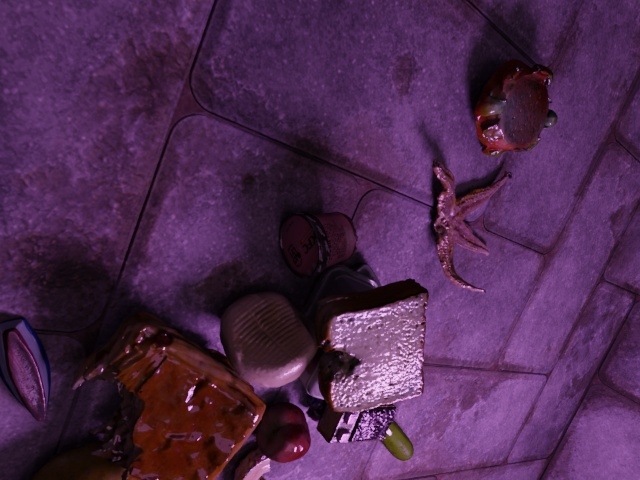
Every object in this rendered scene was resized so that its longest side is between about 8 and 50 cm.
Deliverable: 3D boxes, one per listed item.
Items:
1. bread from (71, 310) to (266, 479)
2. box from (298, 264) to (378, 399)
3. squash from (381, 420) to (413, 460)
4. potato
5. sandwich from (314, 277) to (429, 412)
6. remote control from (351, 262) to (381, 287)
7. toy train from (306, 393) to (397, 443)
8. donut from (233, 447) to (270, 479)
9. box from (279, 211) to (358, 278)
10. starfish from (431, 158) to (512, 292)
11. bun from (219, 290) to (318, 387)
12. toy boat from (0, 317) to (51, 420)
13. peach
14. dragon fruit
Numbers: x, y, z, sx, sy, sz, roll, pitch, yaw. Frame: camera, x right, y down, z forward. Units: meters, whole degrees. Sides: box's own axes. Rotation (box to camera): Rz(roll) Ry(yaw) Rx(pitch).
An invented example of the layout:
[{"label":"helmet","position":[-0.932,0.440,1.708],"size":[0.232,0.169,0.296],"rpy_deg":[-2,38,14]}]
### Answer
[{"label":"bread","position":[-0.330,0.338,0.957],"size":[0.370,0.191,0.314],"rpy_deg":[41,91,-26]},{"label":"box","position":[0.049,0.240,1.136],"size":[0.176,0.182,0.311],"rpy_deg":[25,98,-26]},{"label":"squash","position":[0.253,0.680,1.555],"size":[0.082,0.082,0.292],"rpy_deg":[-42,127,-12]},{"label":"potato","position":[-0.512,0.535,0.941],"size":[0.229,0.149,0.196],"rpy_deg":[-15,89,-22]},{"label":"sandwich","position":[0.111,0.239,1.003],"size":[0.249,0.095,0.272],"rpy_deg":[-9,110,-17]},{"label":"remote control","position":[0.139,0.148,1.273],"size":[0.072,0.042,0.221],"rpy_deg":[-37,127,-13]},{"label":"toy train","position":[0.083,0.483,1.295],"size":[0.261,0.177,0.133],"rpy_deg":[17,100,-38]},{"label":"donut","position":[-0.189,0.653,1.259],"size":[0.108,0.065,0.165],"rpy_deg":[-11,116,-30]},{"label":"box","position":[0.000,0.000,1.055],"size":[0.135,0.151,0.150],"rpy_deg":[-15,118,-38]},{"label":"starfish","position":[0.430,-0.052,1.329],"size":[0.384,0.132,0.397],"rpy_deg":[-14,104,-36]},{"label":"bun","position":[-0.118,0.225,1.044],"size":[0.230,0.229,0.145],"rpy_deg":[-19,160,-26]},{"label":"toy boat","position":[-0.554,0.254,0.858],"size":[0.080,0.046,0.228],"rpy_deg":[-16,116,-33]},{"label":"peach","position":[-0.088,0.516,1.225],"size":[0.152,0.152,0.151],"rpy_deg":[-14,117,-29]},{"label":"dragon fruit","position":[0.527,-0.363,1.252],"size":[0.296,0.130,0.268],"rpy_deg":[11,104,-36]}]
